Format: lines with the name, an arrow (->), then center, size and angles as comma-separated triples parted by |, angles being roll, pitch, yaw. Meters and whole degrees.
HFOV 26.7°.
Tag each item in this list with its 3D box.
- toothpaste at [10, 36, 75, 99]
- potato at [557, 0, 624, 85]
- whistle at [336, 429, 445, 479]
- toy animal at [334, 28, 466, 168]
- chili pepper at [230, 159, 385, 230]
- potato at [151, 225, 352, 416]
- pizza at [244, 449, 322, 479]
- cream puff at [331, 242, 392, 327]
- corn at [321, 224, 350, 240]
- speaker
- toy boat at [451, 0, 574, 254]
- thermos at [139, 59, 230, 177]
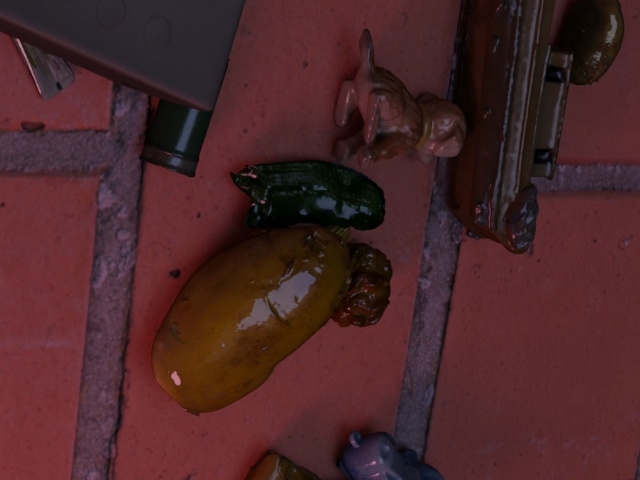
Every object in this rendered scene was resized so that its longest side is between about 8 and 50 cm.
toothpaste -> -0.345, -0.251, 1.546 | 0.048, 0.029, 0.197 | -37, 123, -16
potato -> 0.388, -0.288, 1.934 | 0.070, 0.091, 0.138 | 18, 95, -47
whistle -> 0.118, 0.376, 1.961 | 0.269, 0.093, 0.180 | 51, 34, -19
toy animal -> 0.121, -0.187, 1.801 | 0.185, 0.104, 0.184 | -1, 107, -27
chili pepper -> -0.018, -0.059, 1.781 | 0.224, 0.061, 0.098 | 3, 83, -27
potato -> -0.089, 0.090, 1.738 | 0.300, 0.140, 0.173 | -41, 112, -2
pizza -> -0.060, 0.458, 1.910 | 0.258, 0.087, 0.268 | 38, 87, -31
cream puff -> 0.055, 0.063, 1.842 | 0.094, 0.122, 0.116 | -11, 150, -20
corn -> 0.000, 0.000, 1.826 | 0.092, 0.037, 0.037 | -27, 117, -23
speaker -> -0.264, -0.294, 1.456 | 0.406, 0.183, 0.184 | 21, 90, -48
toy boat -> 0.281, -0.202, 1.871 | 0.162, 0.136, 0.446 | -2, 105, -25
thermos -> -0.156, -0.176, 1.655 | 0.083, 0.073, 0.188 | 15, 97, -32
